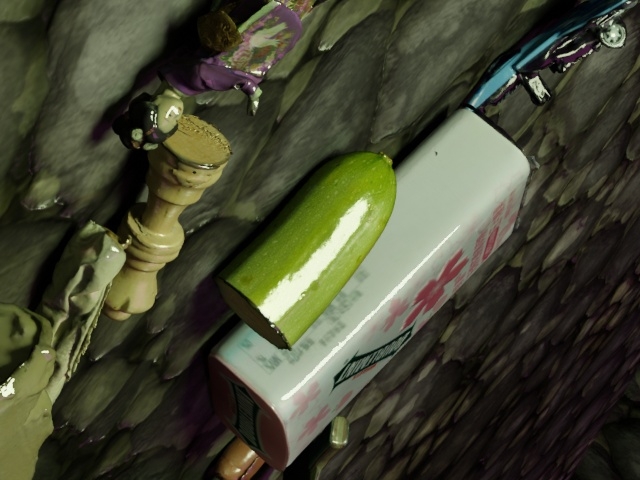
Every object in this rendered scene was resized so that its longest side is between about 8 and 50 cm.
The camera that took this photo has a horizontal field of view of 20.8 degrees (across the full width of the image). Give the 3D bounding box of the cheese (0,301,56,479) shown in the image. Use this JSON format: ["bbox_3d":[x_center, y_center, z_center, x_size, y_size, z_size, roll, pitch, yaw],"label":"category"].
[{"bbox_3d":[-0.255,0.139,1.167,0.175,0.091,0.202,-41,161,-30],"label":"cheese"}]

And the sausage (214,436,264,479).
[{"bbox_3d":[-0.046,0.195,1.854,0.177,0.040,0.047,-45,155,-25],"label":"sausage"}]

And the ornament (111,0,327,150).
[{"bbox_3d":[-0.051,-0.129,1.148,0.203,0.081,0.088,-51,162,1],"label":"ornament"}]

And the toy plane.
[{"bbox_3d":[0.239,-0.193,1.726,0.246,0.078,0.169,-47,-170,-4],"label":"toy plane"}]

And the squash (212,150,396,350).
[{"bbox_3d":[0.000,0.000,1.509,0.188,0.095,0.095,-47,162,-14],"label":"squash"}]

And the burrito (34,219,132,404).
[{"bbox_3d":[-0.186,0.062,1.249,0.041,0.045,0.185,-35,156,-54],"label":"burrito"}]

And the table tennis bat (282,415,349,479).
[{"bbox_3d":[-0.011,0.245,1.889,0.274,0.021,0.154,120,-23,-64],"label":"table tennis bat"}]

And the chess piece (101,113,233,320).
[{"bbox_3d":[-0.121,-0.009,1.261,0.060,0.060,0.172,-27,153,-51],"label":"chess piece"}]

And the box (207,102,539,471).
[{"bbox_3d":[0.055,0.044,1.684,0.369,0.112,0.190,-44,165,-17],"label":"box"}]
